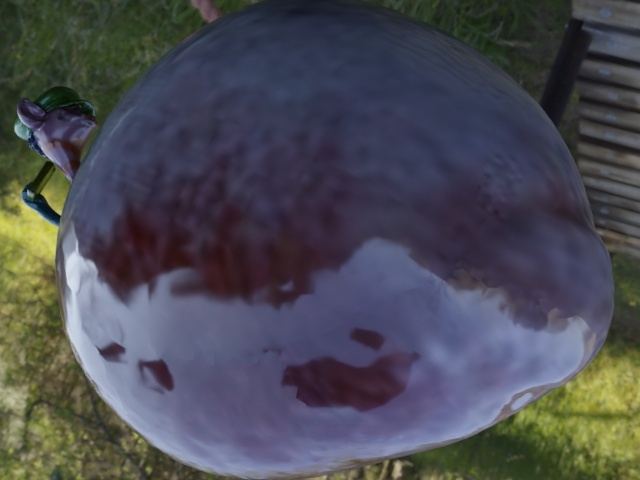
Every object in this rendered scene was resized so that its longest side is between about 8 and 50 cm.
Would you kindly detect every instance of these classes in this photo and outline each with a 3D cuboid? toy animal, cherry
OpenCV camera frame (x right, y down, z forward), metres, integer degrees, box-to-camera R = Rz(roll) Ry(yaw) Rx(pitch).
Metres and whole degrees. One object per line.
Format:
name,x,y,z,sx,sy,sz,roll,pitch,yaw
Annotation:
toy animal,-0.215,-0.039,0.769,0.208,0.103,0.100,53,-169,-6
cherry,0.005,-0.010,0.535,0.335,0.326,0.291,-22,125,33
